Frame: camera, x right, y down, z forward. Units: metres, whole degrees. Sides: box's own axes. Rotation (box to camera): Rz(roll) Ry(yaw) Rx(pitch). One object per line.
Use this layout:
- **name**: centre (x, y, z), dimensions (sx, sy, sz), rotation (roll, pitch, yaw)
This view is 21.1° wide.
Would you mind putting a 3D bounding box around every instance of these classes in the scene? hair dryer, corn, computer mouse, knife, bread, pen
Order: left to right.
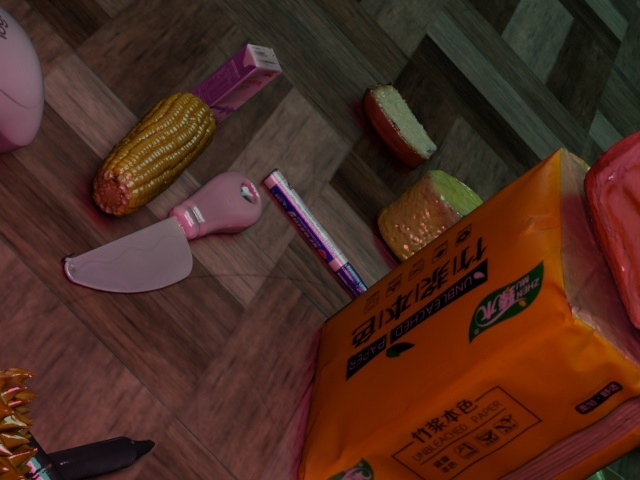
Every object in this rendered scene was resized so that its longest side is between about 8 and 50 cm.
- **computer mouse**: centre (-0.381, -0.183, 1.649), dimensions (0.297, 0.121, 0.184), rotation (23, 42, -42)
- **hair dryer**: centre (-0.225, 0.184, 1.548), dimensions (0.173, 0.050, 0.195), rotation (54, 26, 2)
- **corn**: centre (-0.181, -0.096, 1.865), dimensions (0.080, 0.080, 0.231), rotation (49, 31, -6)
- **knife**: centre (-0.163, 0.004, 1.842), dimensions (0.081, 0.043, 0.336), rotation (59, 36, -1)
- **pen**: centre (0.000, 0.000, 2.064), dimensions (0.204, 0.025, 0.025), rotation (52, 30, 0)
- **bread**: centre (0.106, -0.156, 2.359), dimensions (0.129, 0.044, 0.126), rotation (52, 23, 5)
- **bread**: centre (0.143, -0.024, 2.200), dimensions (0.111, 0.114, 0.129), rotation (54, 26, 17)
- **bread**: centre (0.355, -0.006, 1.652), dimensions (0.123, 0.190, 0.244), rotation (1, 58, -37)

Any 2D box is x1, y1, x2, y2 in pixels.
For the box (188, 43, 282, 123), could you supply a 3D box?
- **box**: centre (-0.103, -0.184, 2.027), dimensions (0.051, 0.117, 0.036), rotation (2, 59, -51)

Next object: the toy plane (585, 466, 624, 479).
- **toy plane**: centre (0.303, 0.234, 2.160), dimensions (0.229, 0.092, 0.244), rotation (-6, 62, -53)

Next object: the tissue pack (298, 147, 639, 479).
- **tissue pack**: centre (0.181, 0.131, 1.819), dimensions (0.228, 0.382, 0.293), rotation (41, 31, -22)

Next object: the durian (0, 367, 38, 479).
- **durian**: centre (-0.320, 0.182, 1.342), dimensions (0.260, 0.154, 0.186), rotation (-24, 108, -41)
